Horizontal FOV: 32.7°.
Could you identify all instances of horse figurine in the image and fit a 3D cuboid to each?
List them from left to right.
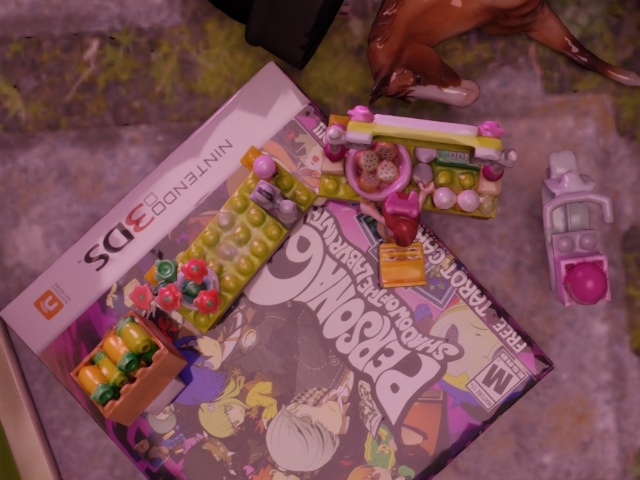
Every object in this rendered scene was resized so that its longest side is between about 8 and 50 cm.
[{"bbox_3d":[0.123,-0.192,0.593,0.174,0.066,0.263,7,93,-3],"label":"horse figurine"}]

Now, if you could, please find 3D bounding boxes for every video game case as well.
[{"bbox_3d":[-0.025,0.054,0.611,0.210,0.042,0.232,-42,88,2],"label":"video game case"}]

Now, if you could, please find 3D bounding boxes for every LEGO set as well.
[{"bbox_3d":[0.000,0.000,0.535,0.286,0.107,0.132,-15,88,0],"label":"LEGO set"}]

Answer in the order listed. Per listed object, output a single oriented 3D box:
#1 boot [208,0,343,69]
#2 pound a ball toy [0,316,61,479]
[{"bbox_3d":[-0.070,-0.252,0.492,0.260,0.348,0.131,29,47,1],"label":"boot"},{"bbox_3d":[-0.238,0.106,0.540,0.135,0.208,0.319,-21,90,3],"label":"pound a ball toy"}]
